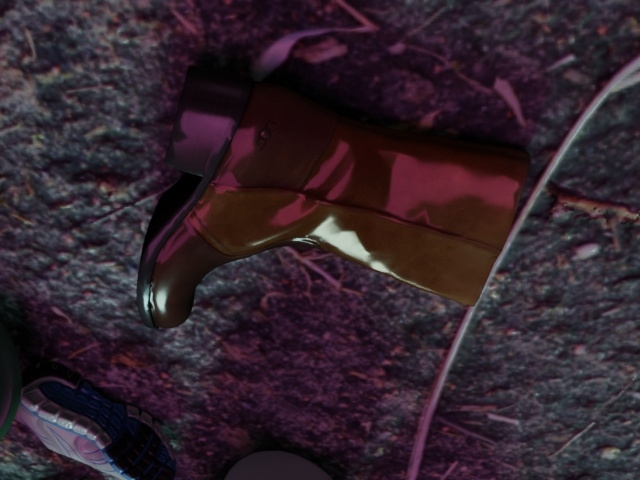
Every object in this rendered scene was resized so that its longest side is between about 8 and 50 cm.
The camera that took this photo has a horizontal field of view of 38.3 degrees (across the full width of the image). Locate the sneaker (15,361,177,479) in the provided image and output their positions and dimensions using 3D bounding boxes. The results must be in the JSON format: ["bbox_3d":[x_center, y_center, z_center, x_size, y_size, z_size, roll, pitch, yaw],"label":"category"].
[{"bbox_3d":[-0.237,0.203,0.957,0.190,0.071,0.083,37,130,-6],"label":"sneaker"}]

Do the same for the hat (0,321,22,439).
[{"bbox_3d":[-0.368,0.144,0.960,0.208,0.183,0.173,-45,86,6],"label":"hat"}]

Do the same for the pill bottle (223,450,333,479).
[{"bbox_3d":[-0.085,0.359,0.977,0.161,0.161,0.283,23,126,-6],"label":"pill bottle"}]

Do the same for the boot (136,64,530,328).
[{"bbox_3d":[0.000,0.000,0.768,0.280,0.096,0.264,15,120,-10],"label":"boot"}]
